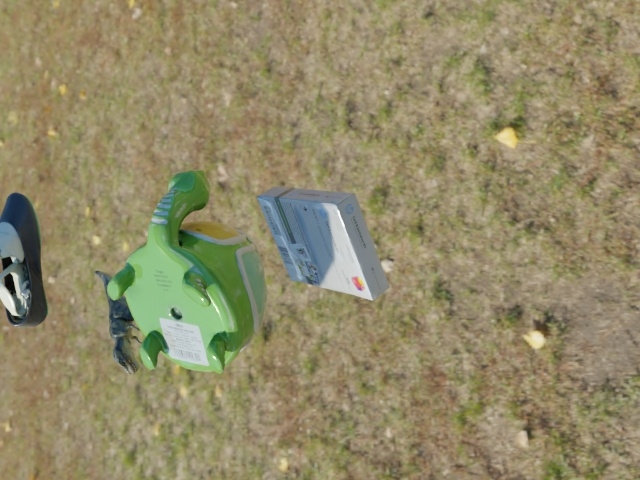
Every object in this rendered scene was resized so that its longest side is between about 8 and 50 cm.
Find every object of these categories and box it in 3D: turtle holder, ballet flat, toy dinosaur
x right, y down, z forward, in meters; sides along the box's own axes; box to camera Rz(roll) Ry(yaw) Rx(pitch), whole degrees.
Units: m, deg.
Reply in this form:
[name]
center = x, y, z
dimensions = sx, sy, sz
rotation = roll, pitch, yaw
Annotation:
[turtle holder]
center = -0.223, 0.060, 1.377
dimensions = 0.243, 0.227, 0.320
rotation = -26, 103, 40
[ballet flat]
center = -0.445, 0.034, 1.152
dimensions = 0.074, 0.074, 0.203
rotation = 12, 110, 51
[toy dinosaur]
center = -0.398, 0.145, 1.654
dimensions = 0.064, 0.118, 0.268
rotation = 79, 169, -55

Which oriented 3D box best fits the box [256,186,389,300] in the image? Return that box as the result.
[box]
center = 0.000, 0.000, 1.084
dimensions = 0.186, 0.038, 0.145
rotation = 10, 127, 54
